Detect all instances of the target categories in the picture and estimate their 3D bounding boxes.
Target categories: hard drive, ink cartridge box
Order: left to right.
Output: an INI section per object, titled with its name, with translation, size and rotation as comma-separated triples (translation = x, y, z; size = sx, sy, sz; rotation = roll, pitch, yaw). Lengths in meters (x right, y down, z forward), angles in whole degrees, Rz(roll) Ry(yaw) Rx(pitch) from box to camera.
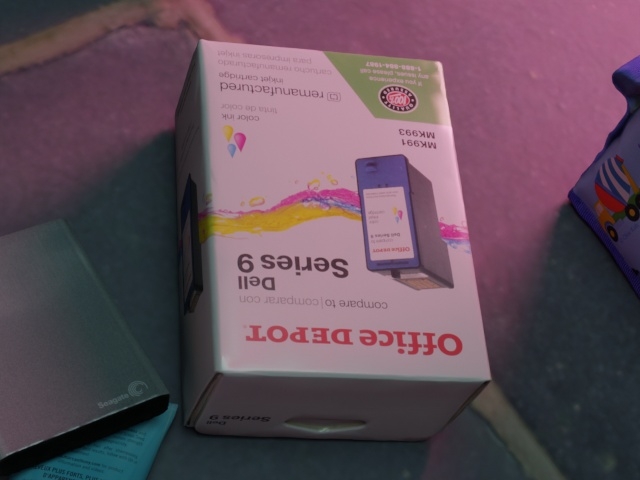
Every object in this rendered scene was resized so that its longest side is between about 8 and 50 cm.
[hard drive]
translation = -0.152, 0.053, 0.711
size = 0.094, 0.022, 0.135
rotation = -20, 55, -26
[ink cartridge box]
translation = 0.000, 0.000, 0.763
size = 0.154, 0.093, 0.212
rotation = 4, 62, -15

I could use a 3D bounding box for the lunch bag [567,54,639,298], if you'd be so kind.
[lunch bag]
translation = 0.290, -0.010, 0.778
size = 0.138, 0.221, 0.293
rotation = -37, 76, -30

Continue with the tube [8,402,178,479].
[tube]
translation = -0.133, 0.157, 0.663
size = 0.080, 0.052, 0.207
rotation = 19, 52, -8
